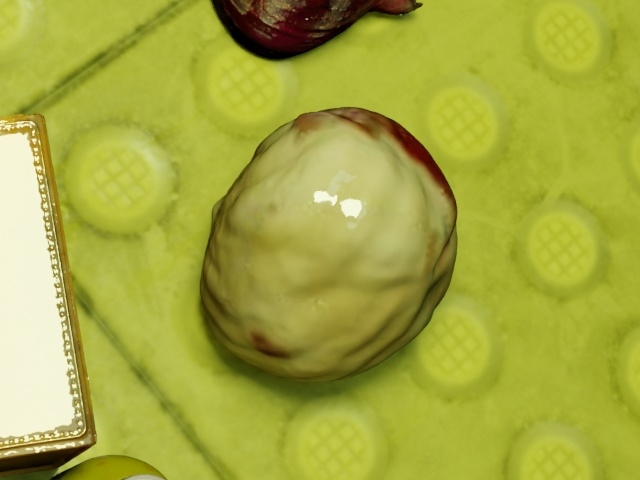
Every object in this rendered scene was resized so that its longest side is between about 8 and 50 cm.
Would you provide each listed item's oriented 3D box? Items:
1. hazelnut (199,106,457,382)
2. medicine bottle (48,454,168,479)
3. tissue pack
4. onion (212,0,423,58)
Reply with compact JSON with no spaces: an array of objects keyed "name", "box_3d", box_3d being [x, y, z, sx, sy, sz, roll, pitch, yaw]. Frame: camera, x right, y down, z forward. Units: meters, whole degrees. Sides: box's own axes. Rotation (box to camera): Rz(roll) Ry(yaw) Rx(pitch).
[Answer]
[{"name":"hazelnut","box_3d":[0.000,0.000,1.554,0.241,0.261,0.261,25,66,22]},{"name":"medicine bottle","box_3d":[-0.169,0.235,1.417,0.121,0.212,0.122,5,75,-19]},{"name":"tissue pack","box_3d":[-0.287,0.056,1.430,0.145,0.194,0.275,-8,79,-21]},{"name":"onion","box_3d":[0.010,-0.267,1.657,0.218,0.140,0.195,19,64,-18]}]
